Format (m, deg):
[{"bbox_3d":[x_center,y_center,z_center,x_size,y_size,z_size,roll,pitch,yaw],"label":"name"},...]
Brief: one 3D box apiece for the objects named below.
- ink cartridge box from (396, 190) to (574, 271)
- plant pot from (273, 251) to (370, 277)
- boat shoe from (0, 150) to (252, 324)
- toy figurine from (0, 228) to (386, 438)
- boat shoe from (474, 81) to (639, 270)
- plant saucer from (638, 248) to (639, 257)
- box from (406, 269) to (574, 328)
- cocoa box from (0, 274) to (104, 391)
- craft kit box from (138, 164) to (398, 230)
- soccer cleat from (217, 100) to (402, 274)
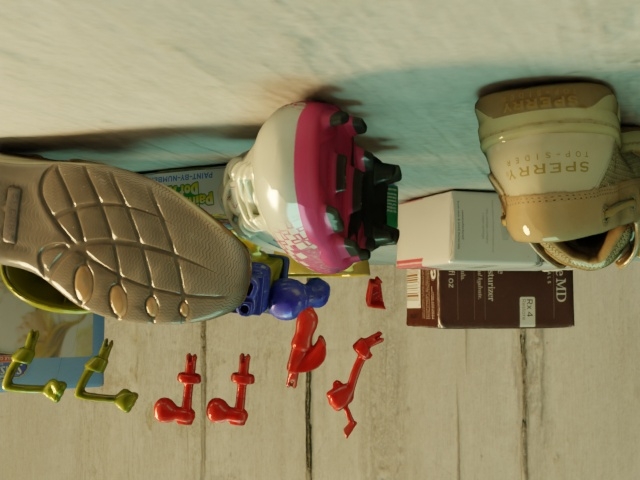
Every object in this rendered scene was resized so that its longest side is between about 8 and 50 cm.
[{"bbox_3d":[0.226,-0.008,1.304,0.218,0.092,0.158,3,175,-20],"label":"ink cartridge box"},{"bbox_3d":[0.000,0.000,1.383,0.134,0.095,0.134,1,176,0],"label":"plant pot"},{"bbox_3d":[-0.195,-0.016,0.877,0.324,0.123,0.116,18,-168,19],"label":"boat shoe"},{"bbox_3d":[-0.120,0.070,1.056,0.363,0.191,0.217,4,-176,1],"label":"toy figurine"},{"bbox_3d":[0.189,-0.030,0.782,0.122,0.110,0.341,-7,173,24],"label":"boat shoe"},{"bbox_3d":[0.507,0.007,1.482,0.241,0.037,0.241,14,-170,-3],"label":"plant saucer"},{"bbox_3d":[0.241,0.045,1.507,0.203,0.168,0.167,0,175,-11],"label":"box"},{"bbox_3d":[-0.435,0.051,1.118,0.347,0.231,0.228,3,174,-40],"label":"cocoa box"},{"bbox_3d":[-0.080,-0.040,1.126,0.247,0.061,0.250,1,177,34],"label":"craft kit box"},{"bbox_3d":[-0.025,-0.030,0.790,0.143,0.116,0.331,0,176,11],"label":"soccer cleat"}]
